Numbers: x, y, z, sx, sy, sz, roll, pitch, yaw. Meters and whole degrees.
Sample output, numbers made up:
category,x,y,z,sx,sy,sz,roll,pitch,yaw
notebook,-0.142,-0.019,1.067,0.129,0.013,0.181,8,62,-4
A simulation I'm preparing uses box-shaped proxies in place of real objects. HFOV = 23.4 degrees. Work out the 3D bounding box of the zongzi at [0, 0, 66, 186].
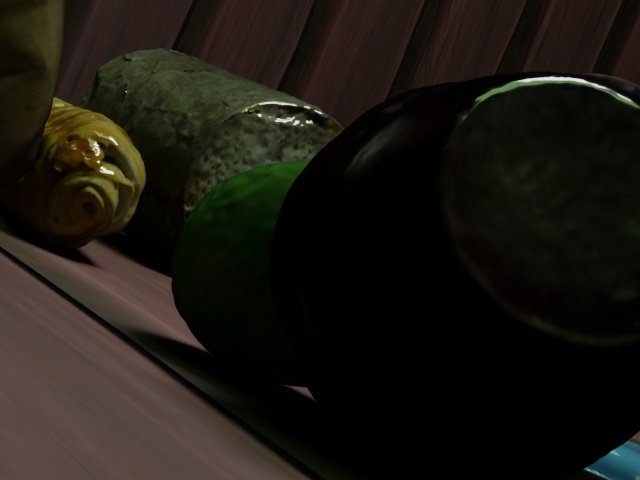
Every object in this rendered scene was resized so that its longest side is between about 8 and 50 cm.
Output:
category,x,y,z,sx,sy,sz,roll,pitch,yaw
zongzi,-0.349,-0.113,0.705,0.467,0.218,0.500,-9,25,-7

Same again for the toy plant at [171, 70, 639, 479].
category,x,y,z,sx,sy,sz,roll,pitch,yaw
toy plant,0.052,0.022,0.666,0.218,0.175,0.235,30,-27,-7

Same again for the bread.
category,x,y,z,sx,sy,sz,roll,pitch,yaw
bread,-0.191,-0.056,1.080,0.084,0.077,0.367,-17,13,-15

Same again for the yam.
category,x,y,z,sx,sy,sz,roll,pitch,yaw
yam,-0.093,-0.059,1.211,0.161,0.161,0.268,22,4,-37

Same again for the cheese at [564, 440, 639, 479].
category,x,y,z,sx,sy,sz,roll,pitch,yaw
cheese,0.184,0.135,0.832,0.256,0.037,0.106,24,1,-32
